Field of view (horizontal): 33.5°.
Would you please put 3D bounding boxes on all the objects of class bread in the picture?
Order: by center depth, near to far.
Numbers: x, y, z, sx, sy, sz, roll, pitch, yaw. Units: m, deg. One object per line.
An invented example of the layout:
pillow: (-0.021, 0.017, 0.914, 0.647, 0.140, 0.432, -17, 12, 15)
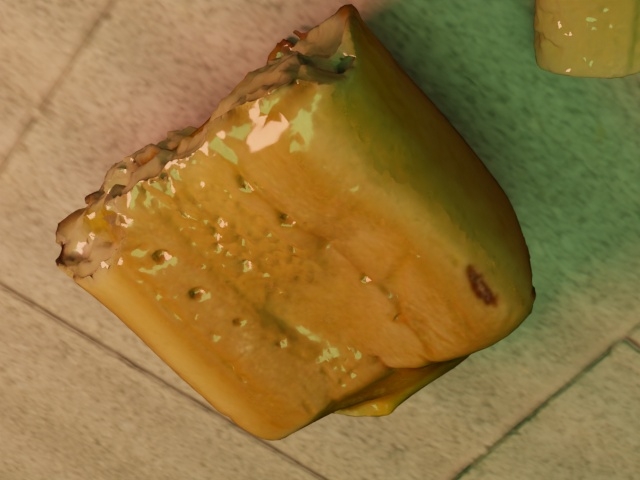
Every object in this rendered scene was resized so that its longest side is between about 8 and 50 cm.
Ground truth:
bread: (0.000, 0.000, 1.025, 0.361, 0.250, 0.394, -33, 117, 26)

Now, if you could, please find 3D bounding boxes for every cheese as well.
cheese: (0.251, -0.233, 0.941, 0.123, 0.094, 0.167, -8, 126, -1)
